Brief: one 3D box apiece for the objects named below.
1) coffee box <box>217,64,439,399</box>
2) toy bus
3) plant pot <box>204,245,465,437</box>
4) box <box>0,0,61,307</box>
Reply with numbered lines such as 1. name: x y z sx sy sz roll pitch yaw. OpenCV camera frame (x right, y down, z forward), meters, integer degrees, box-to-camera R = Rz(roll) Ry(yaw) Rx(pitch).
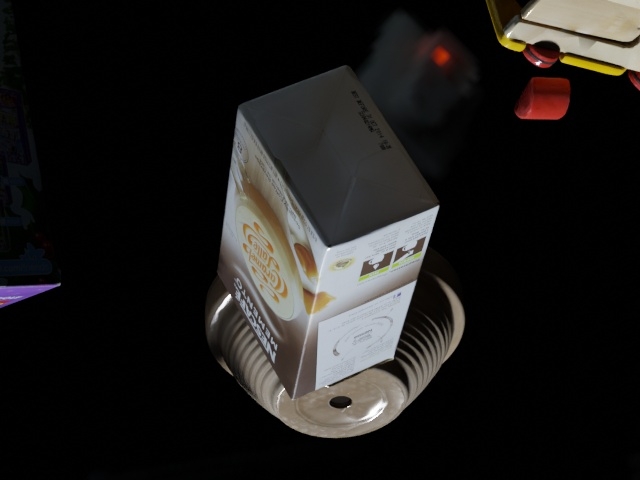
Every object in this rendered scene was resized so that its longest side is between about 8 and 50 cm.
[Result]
1. coffee box: 0.000 0.000 1.547 0.098 0.141 0.246 -22 154 -19
2. toy bus: 0.211 -0.180 1.404 0.191 0.202 0.104 -16 -122 5
3. plant pot: 0.016 0.100 1.789 0.237 0.237 0.110 -33 -136 31
4. box: -0.250 -0.067 0.795 0.057 0.293 0.201 -19 -103 44
